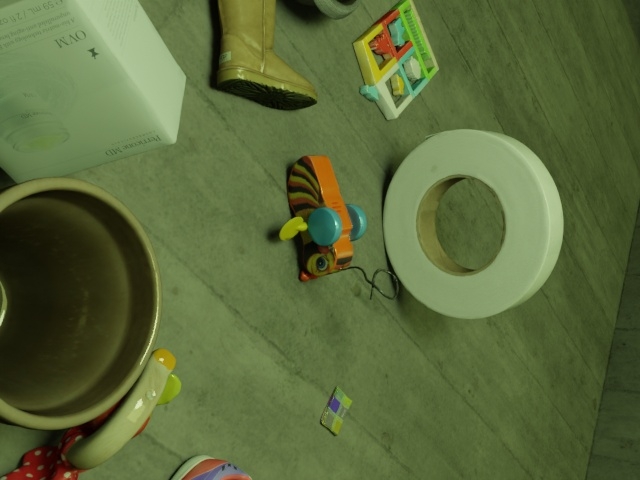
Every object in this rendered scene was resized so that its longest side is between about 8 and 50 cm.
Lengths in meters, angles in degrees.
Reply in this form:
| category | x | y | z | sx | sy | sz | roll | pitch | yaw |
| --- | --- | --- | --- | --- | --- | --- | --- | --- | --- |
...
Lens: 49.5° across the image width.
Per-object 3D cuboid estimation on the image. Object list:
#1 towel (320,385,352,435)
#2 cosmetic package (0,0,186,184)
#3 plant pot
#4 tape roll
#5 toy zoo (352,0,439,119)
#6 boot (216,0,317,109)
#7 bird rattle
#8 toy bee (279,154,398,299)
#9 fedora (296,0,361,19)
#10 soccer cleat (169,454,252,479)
| category | x | y | z | sx | sy | sz | roll | pitch | yaw |
| --- | --- | --- | --- | --- | --- | --- | --- | --- | --- |
| towel | 0.032 | 0.339 | 1.374 | 0.060 | 0.009 | 0.083 | 51 | 52 | -32 |
| cosmetic package | -0.312 | -0.202 | 0.807 | 0.225 | 0.224 | 0.138 | 59 | 22 | -49 |
| plant pot | -0.351 | 0.068 | 0.783 | 0.263 | 0.229 | 0.263 | 7 | 81 | -56 |
| tape roll | 0.300 | -0.035 | 1.430 | 0.072 | 0.391 | 0.392 | -5 | 91 | -48 |
| toy zoo | 0.169 | -0.407 | 1.578 | 0.293 | 0.030 | 0.192 | -50 | 122 | -39 |
| boot | -0.092 | -0.387 | 1.238 | 0.236 | 0.089 | 0.270 | 9 | 77 | -53 |
| bird rattle | -0.284 | 0.223 | 0.894 | 0.143 | 0.207 | 0.253 | 49 | 41 | -11 |
| toy bee | 0.000 | 0.000 | 1.286 | 0.195 | 0.162 | 0.298 | 16 | 50 | -39 |
| fedora | -0.018 | -0.546 | 1.302 | 0.275 | 0.124 | 0.244 | 40 | 60 | -53 |
| soccer cleat | -0.217 | 0.453 | 0.998 | 0.318 | 0.116 | 0.109 | -53 | 124 | -37 |
